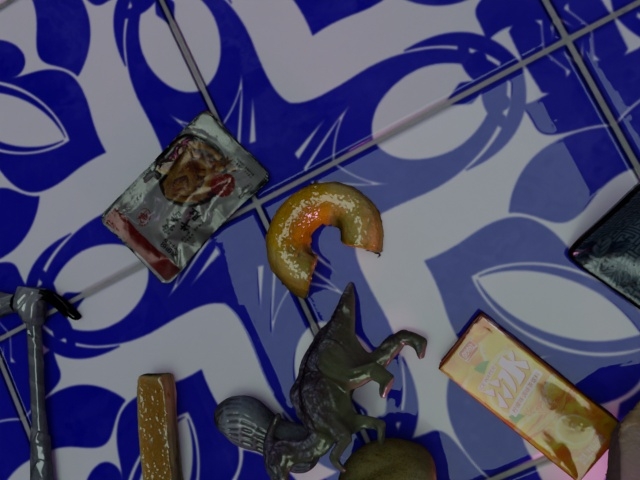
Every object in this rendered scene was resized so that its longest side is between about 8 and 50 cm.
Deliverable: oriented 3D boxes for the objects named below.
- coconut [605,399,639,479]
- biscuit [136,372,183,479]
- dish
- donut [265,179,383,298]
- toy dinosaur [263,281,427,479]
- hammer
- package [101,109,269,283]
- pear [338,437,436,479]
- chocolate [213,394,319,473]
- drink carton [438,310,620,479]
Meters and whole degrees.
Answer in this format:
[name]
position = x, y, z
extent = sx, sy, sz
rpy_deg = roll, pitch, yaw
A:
[coconut]
position = 0.471, 0.306, 0.676
extent = 0.297, 0.309, 0.298
rpy_deg = 2, 86, -21
[biscuit]
position = -0.237, 0.291, 0.981
extent = 0.052, 0.056, 0.188
rpy_deg = -5, 88, 13
[dish]
position = 0.464, 0.024, 0.818
extent = 0.243, 0.182, 0.080
rpy_deg = 38, 57, 9
[donut]
position = -0.004, -0.011, 0.936
extent = 0.181, 0.078, 0.146
rpy_deg = -30, 85, 7
[toy dinosaur]
position = 0.025, 0.200, 0.884
extent = 0.162, 0.077, 0.294
rpy_deg = 12, 56, 33
[hammer]
position = -0.450, 0.285, 1.034
extent = 0.152, 0.044, 0.428
rpy_deg = -2, 88, 11
[package]
position = -0.205, -0.065, 1.000
extent = 0.154, 0.030, 0.239
rpy_deg = 45, 96, 8
[pear]
position = 0.090, 0.343, 0.858
extent = 0.136, 0.167, 0.167
rpy_deg = -8, 86, 3
[chocolate]
position = -0.077, 0.275, 0.940
extent = 0.166, 0.072, 0.072
rpy_deg = 25, 93, 12
[drink carton]
position = 0.273, 0.202, 0.871
extent = 0.222, 0.071, 0.096
rpy_deg = 39, 97, 10
